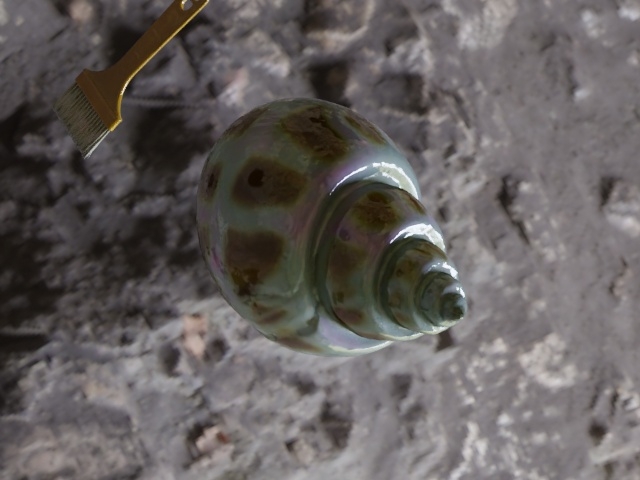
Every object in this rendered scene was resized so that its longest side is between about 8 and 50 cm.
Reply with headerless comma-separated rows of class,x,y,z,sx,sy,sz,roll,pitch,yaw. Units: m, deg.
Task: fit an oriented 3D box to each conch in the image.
conch,0.000,0.000,1.101,0.368,0.197,0.249,-111,180,-53

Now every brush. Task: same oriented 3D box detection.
brush,-0.235,-0.231,1.593,0.103,0.272,0.013,54,16,28
